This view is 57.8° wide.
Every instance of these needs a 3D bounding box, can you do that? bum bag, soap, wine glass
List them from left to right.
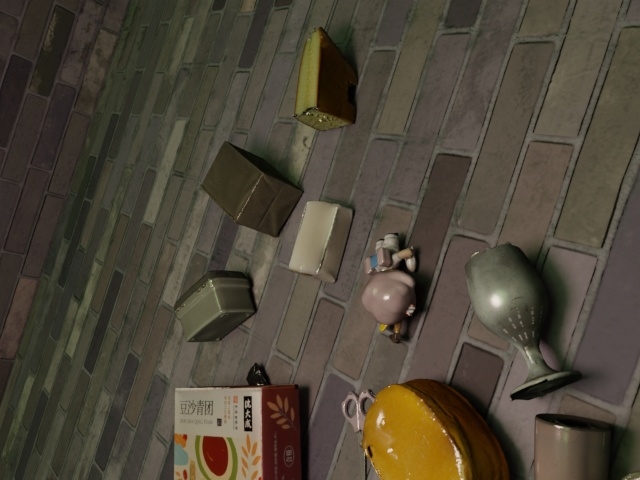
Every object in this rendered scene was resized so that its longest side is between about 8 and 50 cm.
[{"bbox_3d":[-0.147,0.364,1.430,0.058,0.034,0.124,-51,50,23],"label":"bum bag"},{"bbox_3d":[0.000,0.000,1.378,0.122,0.064,0.183,13,86,48],"label":"soap"},{"bbox_3d":[0.326,0.130,0.957,0.126,0.127,0.241,-35,57,33],"label":"wine glass"}]

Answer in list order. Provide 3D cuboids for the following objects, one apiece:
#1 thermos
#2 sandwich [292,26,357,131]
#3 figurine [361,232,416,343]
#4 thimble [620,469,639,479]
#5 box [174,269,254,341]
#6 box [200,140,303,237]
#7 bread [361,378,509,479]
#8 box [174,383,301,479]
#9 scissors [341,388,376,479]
[{"bbox_3d":[0.368,0.362,0.839,0.137,0.105,0.193,149,128,-81],"label":"thermos"},{"bbox_3d":[0.011,-0.401,1.455,0.122,0.128,0.235,-10,70,48],"label":"sandwich"},{"bbox_3d":[0.140,0.089,1.178,0.137,0.112,0.228,-31,46,41],"label":"figurine"},{"bbox_3d":[0.452,0.363,0.795,0.084,0.062,0.109,43,109,41],"label":"thimble"},{"bbox_3d":[-0.285,0.179,1.556,0.210,0.148,0.129,-39,60,34],"label":"box"},{"bbox_3d":[-0.186,-0.137,1.551,0.231,0.156,0.148,43,105,46],"label":"box"},{"bbox_3d":[0.196,0.362,1.000,0.269,0.143,0.195,46,113,46],"label":"bread"},{"bbox_3d":[-0.198,0.533,1.337,0.345,0.122,0.384,-15,72,43],"label":"box"},{"bbox_3d":[0.085,0.406,1.196,0.100,0.015,0.188,-20,65,42],"label":"scissors"}]
